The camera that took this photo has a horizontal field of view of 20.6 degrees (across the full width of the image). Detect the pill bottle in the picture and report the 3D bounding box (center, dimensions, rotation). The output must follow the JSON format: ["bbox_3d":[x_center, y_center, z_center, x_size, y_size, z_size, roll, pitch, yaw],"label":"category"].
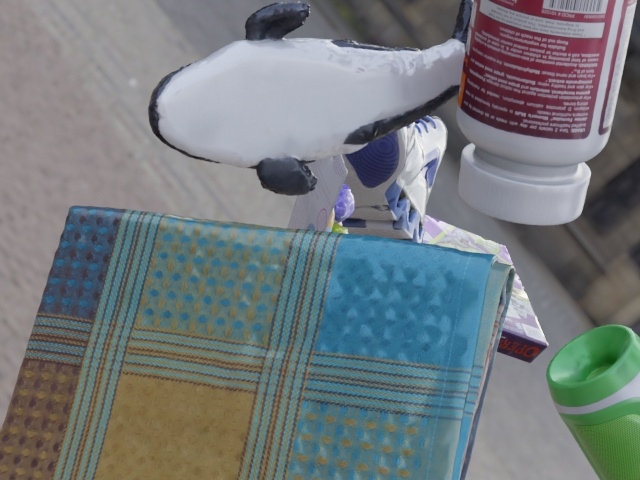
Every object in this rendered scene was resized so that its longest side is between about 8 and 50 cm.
[{"bbox_3d":[0.169,-0.131,1.342,0.121,0.221,0.121,7,23,-3],"label":"pill bottle"}]

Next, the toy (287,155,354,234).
[{"bbox_3d":[0.000,0.000,1.945,0.056,0.237,0.137,12,27,-20],"label":"toy"}]

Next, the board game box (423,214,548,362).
[{"bbox_3d":[0.147,0.040,2.419,0.346,0.056,0.208,21,38,-33],"label":"board game box"}]

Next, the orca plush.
[{"bbox_3d":[-0.006,-0.134,1.421,0.151,0.287,0.102,67,-11,-20],"label":"orca plush"}]

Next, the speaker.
[{"bbox_3d":[0.368,0.241,1.966,0.296,0.131,0.131,57,4,-21],"label":"speaker"}]

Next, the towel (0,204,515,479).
[{"bbox_3d":[-0.058,0.115,1.286,0.370,0.271,0.040,7,-20,24],"label":"towel"}]

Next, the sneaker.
[{"bbox_3d":[0.074,-0.116,2.161,0.315,0.127,0.182,76,25,-50],"label":"sneaker"}]
